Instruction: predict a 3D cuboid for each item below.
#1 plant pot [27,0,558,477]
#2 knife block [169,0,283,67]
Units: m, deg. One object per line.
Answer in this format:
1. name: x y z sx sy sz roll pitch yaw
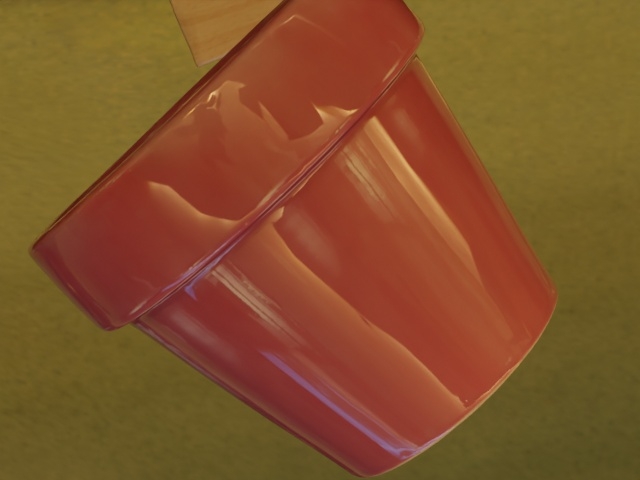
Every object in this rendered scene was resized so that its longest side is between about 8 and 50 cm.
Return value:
1. plant pot: 0.000 0.000 0.708 0.180 0.201 0.201 47 73 -9
2. knife block: 0.063 -0.200 0.890 0.276 0.242 0.088 -26 98 -21
